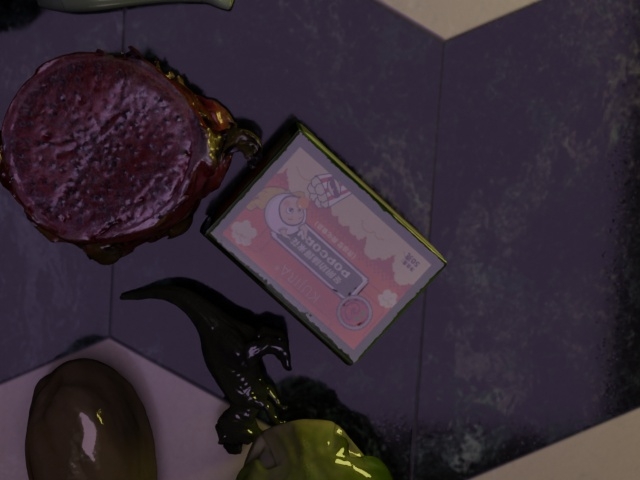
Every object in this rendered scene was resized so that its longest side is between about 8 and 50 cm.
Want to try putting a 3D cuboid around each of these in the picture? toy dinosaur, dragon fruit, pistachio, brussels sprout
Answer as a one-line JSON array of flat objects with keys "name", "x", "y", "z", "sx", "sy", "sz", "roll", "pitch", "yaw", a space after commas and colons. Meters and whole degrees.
[{"name": "toy dinosaur", "x": -0.120, "y": 0.140, "z": 1.500, "sx": 0.179, "sy": 0.087, "sz": 0.187, "roll": -1, "pitch": 96, "yaw": -4}, {"name": "dragon fruit", "x": -0.193, "y": -0.079, "z": 1.448, "sx": 0.282, "sy": 0.147, "sz": 0.211, "roll": 0, "pitch": 86, "yaw": 3}, {"name": "pistachio", "x": -0.235, "y": 0.232, "z": 1.493, "sx": 0.136, "sy": 0.136, "sz": 0.226, "roll": -13, "pitch": 104, "yaw": -1}, {"name": "brussels sprout", "x": 0.001, "y": 0.320, "z": 1.476, "sx": 0.219, "sy": 0.210, "sz": 0.271, "roll": -14, "pitch": 80, "yaw": -5}]

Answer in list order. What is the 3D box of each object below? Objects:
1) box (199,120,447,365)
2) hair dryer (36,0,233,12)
[{"name": "box", "x": 0.000, "y": 0.000, "z": 1.440, "sx": 0.195, "sy": 0.177, "sz": 0.148, "roll": 42, "pitch": 95, "yaw": -7}, {"name": "hair dryer", "x": -0.193, "y": -0.349, "z": 1.457, "sx": 0.206, "sy": 0.075, "sz": 0.237, "roll": -3, "pitch": 89, "yaw": -9}]
